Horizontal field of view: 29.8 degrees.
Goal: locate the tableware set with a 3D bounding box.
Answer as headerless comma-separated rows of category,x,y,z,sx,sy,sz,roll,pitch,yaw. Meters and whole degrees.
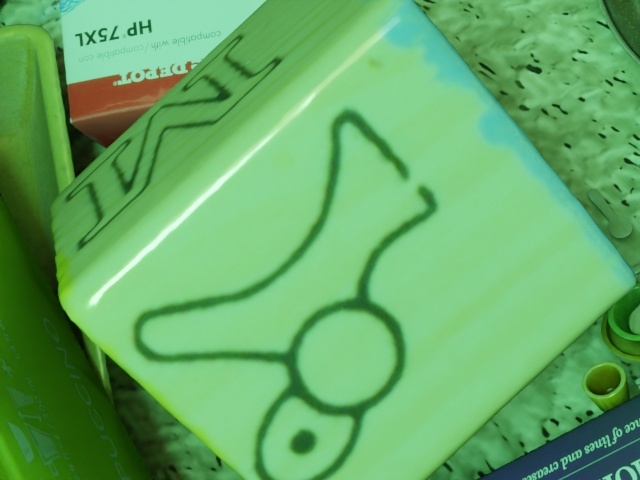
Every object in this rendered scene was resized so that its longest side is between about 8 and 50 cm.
tableware set,0.136,0.030,0.656,0.104,0.024,0.154,-30,42,6

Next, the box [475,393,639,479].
box,0.157,0.186,0.589,0.261,0.103,0.184,-32,67,14

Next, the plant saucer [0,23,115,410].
plant saucer,-0.280,0.069,0.738,0.332,0.081,0.333,-13,77,8

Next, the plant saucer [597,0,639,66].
plant saucer,0.257,-0.164,0.700,0.198,0.036,0.199,-2,79,11

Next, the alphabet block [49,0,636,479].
alphabet block,0.000,0.000,0.608,0.197,0.193,0.192,-42,109,1

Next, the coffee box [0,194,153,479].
coffee box,-0.291,0.119,0.517,0.334,0.338,0.338,-32,76,3

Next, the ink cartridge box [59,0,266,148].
ink cartridge box,-0.084,-0.138,0.738,0.134,0.078,0.231,-10,79,9
